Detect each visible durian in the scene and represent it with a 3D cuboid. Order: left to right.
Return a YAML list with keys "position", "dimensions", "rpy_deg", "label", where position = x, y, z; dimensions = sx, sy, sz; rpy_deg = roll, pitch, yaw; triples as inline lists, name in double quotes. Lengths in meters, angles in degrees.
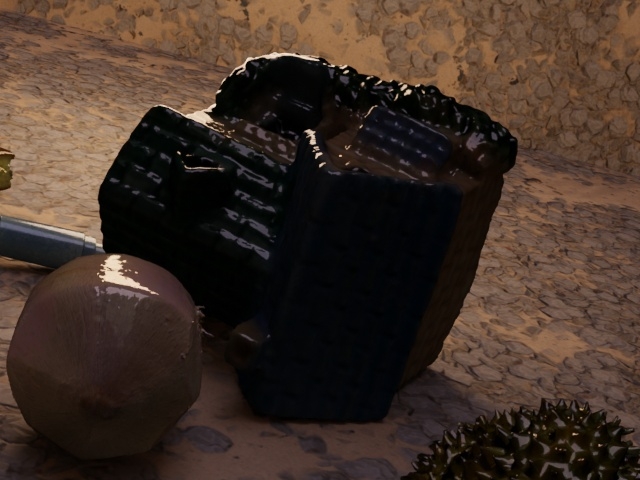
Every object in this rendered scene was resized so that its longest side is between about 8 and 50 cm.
- position: [0.187, 0.273, 1.101]
  dimensions: [0.293, 0.258, 0.258]
  rpy_deg: [-19, 32, -24]
  label: "durian"

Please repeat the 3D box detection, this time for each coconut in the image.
- position: [-0.227, 0.131, 1.252]
  dimensions: [0.224, 0.224, 0.234]
  rpy_deg: [7, 14, -19]
  label: "coconut"

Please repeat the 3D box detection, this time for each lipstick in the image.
- position: [-0.337, 0.022, 1.703]
  dimensions: [0.274, 0.061, 0.068]
  rpy_deg: [13, 7, -17]
  label: "lipstick"

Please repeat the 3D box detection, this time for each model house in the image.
- position: [-0.038, -0.027, 1.516]
  dimensions: [0.445, 0.395, 0.400]
  rpy_deg: [27, 25, 19]
  label: "model house"

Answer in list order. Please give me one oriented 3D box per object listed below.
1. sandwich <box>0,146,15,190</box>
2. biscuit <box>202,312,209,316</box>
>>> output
- position: [-0.613, -0.118, 1.859]
  dimensions: [0.088, 0.090, 0.244]
  rpy_deg: [31, 25, 34]
  label: "sandwich"
- position: [-0.195, 0.043, 1.706]
  dimensions: [0.188, 0.027, 0.188]
  rpy_deg: [28, 29, -17]
  label: "biscuit"
